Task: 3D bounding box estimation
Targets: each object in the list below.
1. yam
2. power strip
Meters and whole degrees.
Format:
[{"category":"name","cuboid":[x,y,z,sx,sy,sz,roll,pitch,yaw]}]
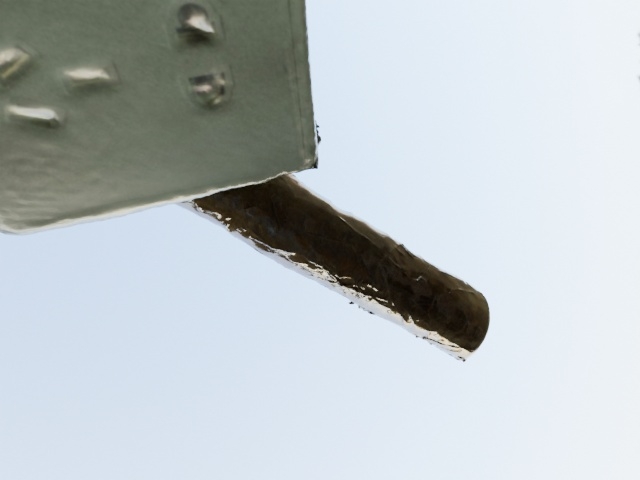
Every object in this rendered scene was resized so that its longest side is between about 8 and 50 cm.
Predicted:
[{"category":"yam","cuboid":[0.000,0.000,0.440,0.300,0.066,0.066,31,-116,-13]},{"category":"power strip","cuboid":[-0.111,-0.101,0.321,0.198,0.213,0.064,85,171,-51]}]
